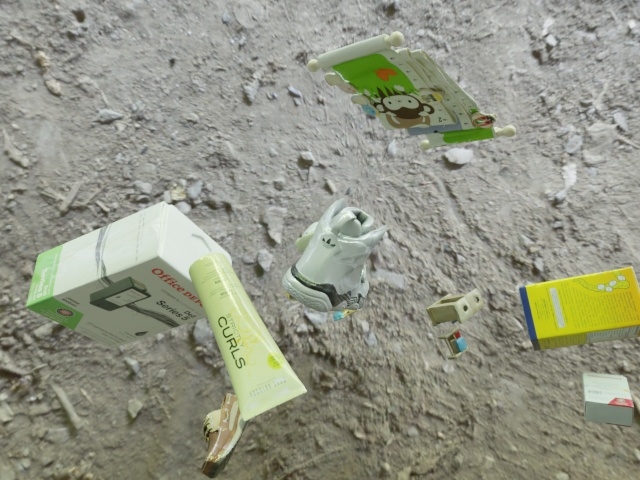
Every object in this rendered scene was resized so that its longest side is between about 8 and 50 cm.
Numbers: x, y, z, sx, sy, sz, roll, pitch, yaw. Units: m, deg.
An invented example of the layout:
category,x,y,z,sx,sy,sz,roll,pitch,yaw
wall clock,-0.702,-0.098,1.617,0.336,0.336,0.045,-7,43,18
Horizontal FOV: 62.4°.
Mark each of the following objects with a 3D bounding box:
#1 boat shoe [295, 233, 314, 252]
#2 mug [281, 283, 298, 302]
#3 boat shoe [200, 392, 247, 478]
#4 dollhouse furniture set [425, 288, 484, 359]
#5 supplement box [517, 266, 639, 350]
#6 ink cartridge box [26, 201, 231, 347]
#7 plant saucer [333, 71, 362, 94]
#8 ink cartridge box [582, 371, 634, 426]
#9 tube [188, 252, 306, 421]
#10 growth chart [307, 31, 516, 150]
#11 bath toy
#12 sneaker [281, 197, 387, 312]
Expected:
category,x,y,z,sx,sy,sz,roll,pitch,yaw
boat shoe,0.000,0.000,1.335,0.137,0.043,0.049,-13,103,-13
mug,-0.101,0.177,1.900,0.062,0.064,0.078,-23,119,-20
boat shoe,-0.294,0.568,1.574,0.120,0.324,0.122,27,106,1
dollhouse furniture set,0.460,0.270,1.709,0.129,0.129,0.183,-26,92,-33
supplement box,0.880,0.239,1.791,0.356,0.194,0.195,-13,63,20
ink cartridge box,-0.320,0.070,0.917,0.273,0.198,0.114,-20,52,18
plant saucer,0.075,-0.240,0.784,0.119,0.119,0.021,12,136,3
ink cartridge box,0.880,0.486,1.629,0.127,0.175,0.072,1,106,24
tube,-0.112,0.125,0.742,0.070,0.062,0.240,-37,63,12
growth chart,0.112,-0.182,0.678,0.237,0.172,0.021,27,73,-31
bath toy,0.028,0.102,1.866,0.129,0.151,0.348,-22,85,-24
sneaker,0.063,0.036,1.146,0.137,0.366,0.210,34,99,19
